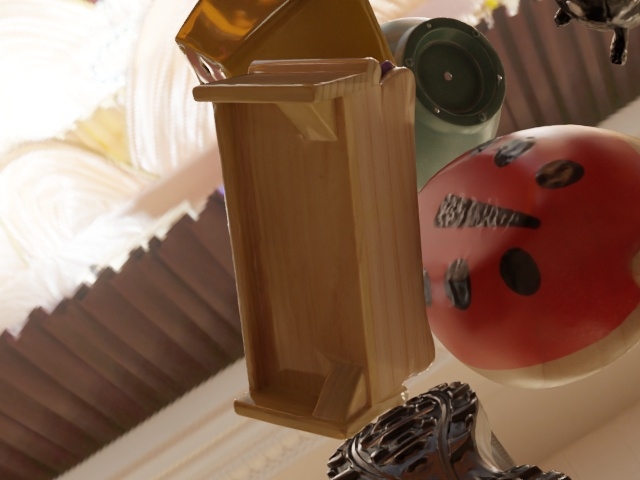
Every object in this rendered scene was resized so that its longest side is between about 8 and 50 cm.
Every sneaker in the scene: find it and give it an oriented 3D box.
[{"bbox_3d":[0.082,0.159,0.556,0.100,0.108,0.271,-31,-162,-7],"label":"sneaker"}]

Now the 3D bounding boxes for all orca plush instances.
[{"bbox_3d":[0.286,-0.230,1.071,0.151,0.287,0.102,-6,-83,0],"label":"orca plush"}]

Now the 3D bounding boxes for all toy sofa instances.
[{"bbox_3d":[0.000,0.000,1.043,0.150,0.363,0.177,5,-160,35],"label":"toy sofa"}]

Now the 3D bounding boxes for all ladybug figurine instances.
[{"bbox_3d":[0.220,0.001,1.132,0.305,0.162,0.449,-67,-161,-8],"label":"ladybug figurine"}]

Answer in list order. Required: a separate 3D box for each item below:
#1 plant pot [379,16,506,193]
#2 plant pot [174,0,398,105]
[{"bbox_3d":[0.156,-0.217,1.556,0.196,0.293,0.293,-35,-148,62],"label":"plant pot"},{"bbox_3d":[-0.053,-0.236,1.293,0.187,0.212,0.212,-39,-139,-12],"label":"plant pot"}]
